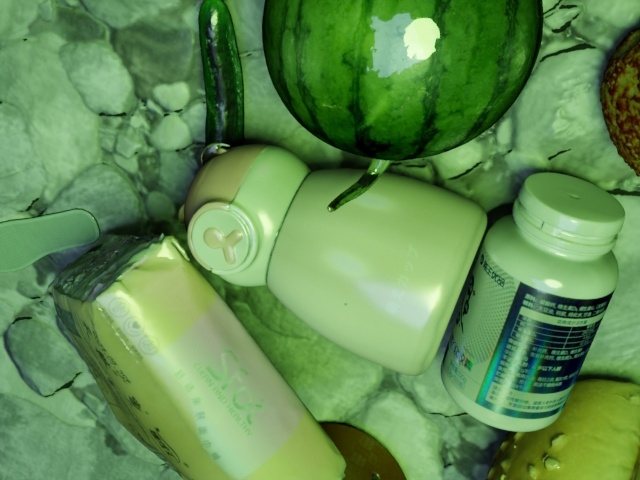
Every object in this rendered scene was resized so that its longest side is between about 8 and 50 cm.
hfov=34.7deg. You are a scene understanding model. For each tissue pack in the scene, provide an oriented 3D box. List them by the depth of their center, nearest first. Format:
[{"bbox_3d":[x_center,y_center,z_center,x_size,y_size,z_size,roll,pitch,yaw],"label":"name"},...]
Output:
[{"bbox_3d":[-0.118,0.117,0.882,0.256,0.123,0.215,53,160,-18],"label":"tissue pack"}]

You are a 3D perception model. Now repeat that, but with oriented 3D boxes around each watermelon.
[{"bbox_3d":[0.055,-0.136,0.697,0.188,0.188,0.214,7,117,13],"label":"watermelon"}]

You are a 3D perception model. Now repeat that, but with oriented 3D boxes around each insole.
[{"bbox_3d":[-0.276,0.001,0.983,0.153,0.002,0.053,-12,114,23],"label":"insole"}]

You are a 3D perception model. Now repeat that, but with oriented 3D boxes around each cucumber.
[{"bbox_3d":[-0.080,-0.113,0.843,0.036,0.033,0.184,-3,121,-3],"label":"cucumber"}]

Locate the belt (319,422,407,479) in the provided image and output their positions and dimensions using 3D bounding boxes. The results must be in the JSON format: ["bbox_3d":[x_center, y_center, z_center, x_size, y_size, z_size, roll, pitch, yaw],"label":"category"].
[{"bbox_3d":[-0.005,0.304,1.012,0.184,0.105,0.261,17,119,10],"label":"belt"}]

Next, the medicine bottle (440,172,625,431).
[{"bbox_3d":[0.169,0.048,0.809,0.107,0.107,0.191,18,119,7],"label":"medicine bottle"}]

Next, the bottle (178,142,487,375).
[{"bbox_3d":[0.000,0.000,0.815,0.237,0.147,0.147,22,122,7],"label":"bottle"}]

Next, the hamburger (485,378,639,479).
[{"bbox_3d":[0.240,0.350,0.859,0.268,0.287,0.445,13,117,12],"label":"hamburger"}]

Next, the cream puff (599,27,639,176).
[{"bbox_3d":[0.271,-0.094,0.715,0.149,0.084,0.149,8,122,13],"label":"cream puff"}]
